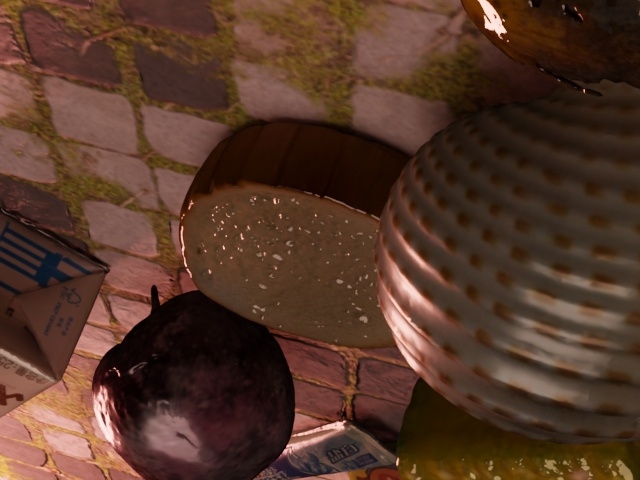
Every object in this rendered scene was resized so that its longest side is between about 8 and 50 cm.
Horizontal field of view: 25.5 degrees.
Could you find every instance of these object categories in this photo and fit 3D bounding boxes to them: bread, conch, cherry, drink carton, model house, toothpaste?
[{"bbox_3d":[0.000,0.000,1.097,0.236,0.070,0.236,15,149,9],"label":"bread"},{"bbox_3d":[0.195,0.017,0.879,0.303,0.215,0.319,15,153,-13],"label":"conch"},{"bbox_3d":[-0.110,0.141,1.288,0.195,0.195,0.195,15,150,9],"label":"cherry"},{"bbox_3d":[-0.367,0.080,1.390,0.194,0.132,0.324,31,150,-18],"label":"drink carton"},{"bbox_3d":[0.223,0.200,1.169,0.237,0.215,0.303,-9,134,41],"label":"model house"},{"bbox_3d":[-0.027,0.231,1.519,0.268,0.047,0.069,-20,97,46],"label":"toothpaste"}]

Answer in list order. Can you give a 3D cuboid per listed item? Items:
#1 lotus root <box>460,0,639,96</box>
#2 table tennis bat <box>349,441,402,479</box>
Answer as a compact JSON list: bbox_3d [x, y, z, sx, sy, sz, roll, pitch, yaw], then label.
[{"bbox_3d":[0.238,-0.145,0.596,0.397,0.196,0.179,1,151,25],"label":"lotus root"},{"bbox_3d":[0.113,0.316,1.569,0.224,0.054,0.369,32,149,-3],"label":"table tennis bat"}]
